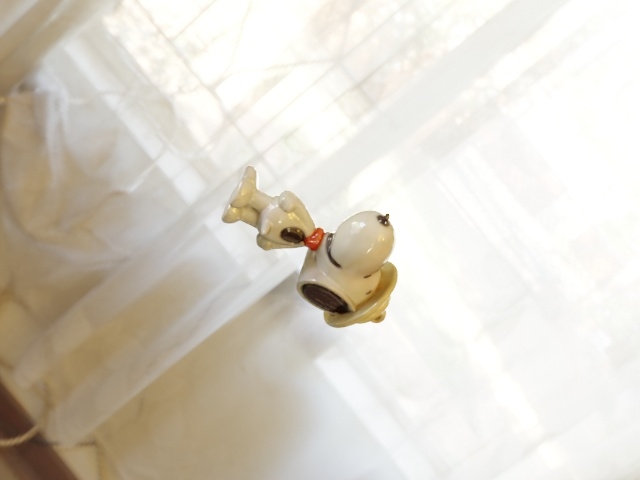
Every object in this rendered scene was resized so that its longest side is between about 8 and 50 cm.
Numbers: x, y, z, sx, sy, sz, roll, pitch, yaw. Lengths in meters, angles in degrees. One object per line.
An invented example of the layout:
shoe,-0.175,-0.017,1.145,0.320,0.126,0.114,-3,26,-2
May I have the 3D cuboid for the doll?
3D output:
doll,-0.015,0.011,1.621,0.271,0.208,0.144,14,35,3
